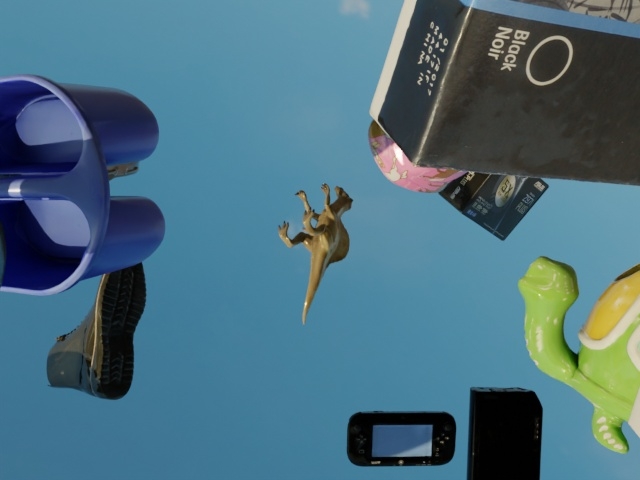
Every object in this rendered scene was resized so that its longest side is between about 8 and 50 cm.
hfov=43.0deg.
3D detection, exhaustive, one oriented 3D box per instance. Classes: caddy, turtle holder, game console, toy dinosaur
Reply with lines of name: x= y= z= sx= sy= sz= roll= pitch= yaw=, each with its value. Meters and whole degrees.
caddy: x=-0.342 y=-0.064 z=0.940 sx=0.341 sy=0.241 sz=0.179 roll=1 pitch=-173 yaw=33
turtle holder: x=0.423 y=0.122 z=0.997 sx=0.243 sy=0.227 sz=0.320 roll=-3 pitch=-159 yaw=-45
game console: x=0.227 y=0.378 z=1.491 sx=0.361 sy=0.213 sz=0.044 roll=1 pitch=-176 yaw=-4
toy dinosaur: x=0.000 y=0.000 z=0.960 sx=0.092 sy=0.053 sz=0.183 roll=37 pitch=-120 yaw=-35

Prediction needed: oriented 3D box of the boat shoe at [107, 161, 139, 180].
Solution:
boat shoe: x=-0.392 y=-0.122 z=1.317 sx=0.123 sy=0.116 sz=0.324 roll=16 pitch=-156 yaw=27

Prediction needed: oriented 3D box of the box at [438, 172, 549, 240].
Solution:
box: x=0.343 y=-0.101 z=1.602 sx=0.180 sy=0.147 sz=0.077 roll=28 pitch=-166 yaw=-46

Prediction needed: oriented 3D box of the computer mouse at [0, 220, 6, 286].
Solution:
computer mouse: x=-0.339 y=0.010 z=0.707 sx=0.072 sy=0.272 sz=0.189 roll=7 pitch=-96 yaw=-45

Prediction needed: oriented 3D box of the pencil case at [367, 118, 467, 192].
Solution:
pencil case: x=0.216 y=-0.203 z=1.152 sx=0.160 sy=0.386 sz=0.167 roll=11 pitch=-115 yaw=-23

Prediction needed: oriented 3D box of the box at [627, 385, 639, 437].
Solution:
box: x=0.354 y=0.156 z=0.721 sx=0.072 sy=0.126 sz=0.137 roll=-7 pitch=-147 yaw=-14

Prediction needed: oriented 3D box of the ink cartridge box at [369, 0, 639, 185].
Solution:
ink cartridge box: x=0.202 y=-0.108 z=0.412 sx=0.332 sy=0.165 sz=0.065 roll=0 pitch=-146 yaw=-25

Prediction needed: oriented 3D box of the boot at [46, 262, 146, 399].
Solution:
boot: x=-0.316 y=0.112 z=1.106 sx=0.077 sy=0.137 sz=0.198 roll=27 pitch=-114 yaw=-50
